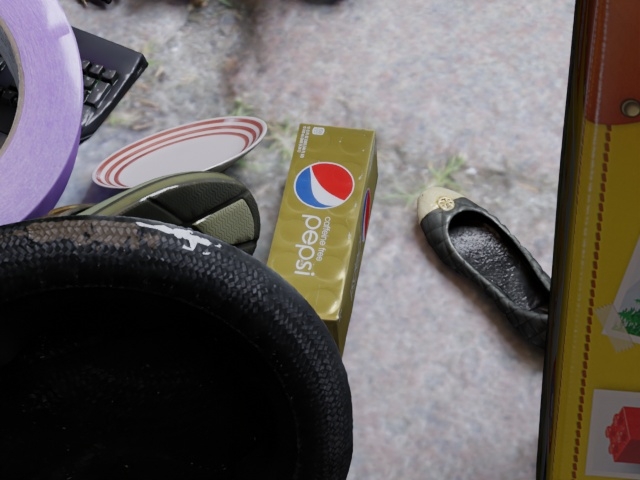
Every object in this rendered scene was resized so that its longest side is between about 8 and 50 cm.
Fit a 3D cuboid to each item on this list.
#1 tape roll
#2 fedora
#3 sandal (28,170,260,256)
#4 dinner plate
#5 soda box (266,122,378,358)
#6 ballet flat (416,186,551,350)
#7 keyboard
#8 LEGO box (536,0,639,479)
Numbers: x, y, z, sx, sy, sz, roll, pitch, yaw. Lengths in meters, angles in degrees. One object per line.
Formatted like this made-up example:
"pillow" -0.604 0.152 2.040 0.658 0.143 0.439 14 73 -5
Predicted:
"tape roll" -0.318 -0.105 1.313 0.275 0.090 0.274 2 79 -8
"fedora" -0.148 0.102 1.146 0.334 0.334 0.152 -7 23 -1
"sandal" -0.189 0.019 1.271 0.303 0.120 0.086 -21 41 -11
"dinner plate" -0.108 -0.064 1.349 0.141 0.017 0.141 -13 19 5
"soda box" 0.000 0.000 1.301 0.061 0.058 0.181 6 54 8
"ballet flat" 0.133 0.013 1.286 0.057 0.049 0.173 -31 57 -19
"keyboard" -0.289 -0.195 1.488 0.317 0.033 0.201 22 57 19
"LEGO box" 0.221 0.027 0.931 0.193 0.500 0.372 4 31 7
